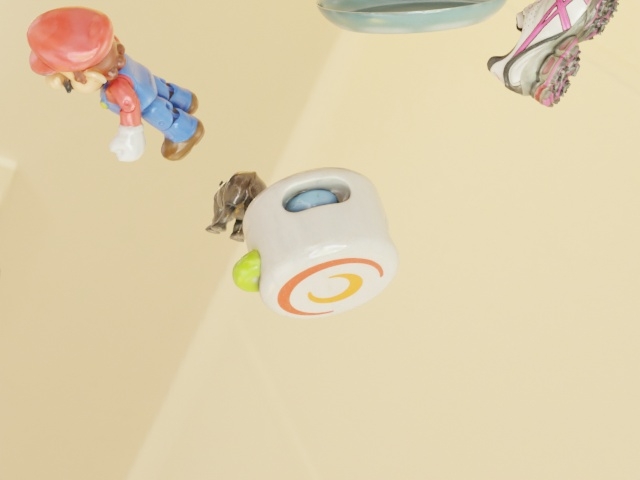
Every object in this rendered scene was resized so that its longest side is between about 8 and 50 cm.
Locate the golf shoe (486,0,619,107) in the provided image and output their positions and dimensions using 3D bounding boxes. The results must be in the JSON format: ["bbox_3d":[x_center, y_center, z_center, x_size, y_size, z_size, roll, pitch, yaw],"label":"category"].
[{"bbox_3d":[0.238,-0.223,1.232,0.086,0.067,0.186,29,-107,22],"label":"golf shoe"}]

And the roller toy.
[{"bbox_3d":[0.000,0.000,1.641,0.191,0.209,0.146,-36,-125,31],"label":"roller toy"}]

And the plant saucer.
[{"bbox_3d":[0.151,-0.380,2.036,0.317,0.318,0.043,-143,-134,-62],"label":"plant saucer"}]

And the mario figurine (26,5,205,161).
[{"bbox_3d":[-0.335,-0.238,1.928,0.198,0.320,0.170,28,-96,46],"label":"mario figurine"}]

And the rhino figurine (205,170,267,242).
[{"bbox_3d":[-0.134,-0.055,1.961,0.243,0.073,0.106,177,-68,-78],"label":"rhino figurine"}]
